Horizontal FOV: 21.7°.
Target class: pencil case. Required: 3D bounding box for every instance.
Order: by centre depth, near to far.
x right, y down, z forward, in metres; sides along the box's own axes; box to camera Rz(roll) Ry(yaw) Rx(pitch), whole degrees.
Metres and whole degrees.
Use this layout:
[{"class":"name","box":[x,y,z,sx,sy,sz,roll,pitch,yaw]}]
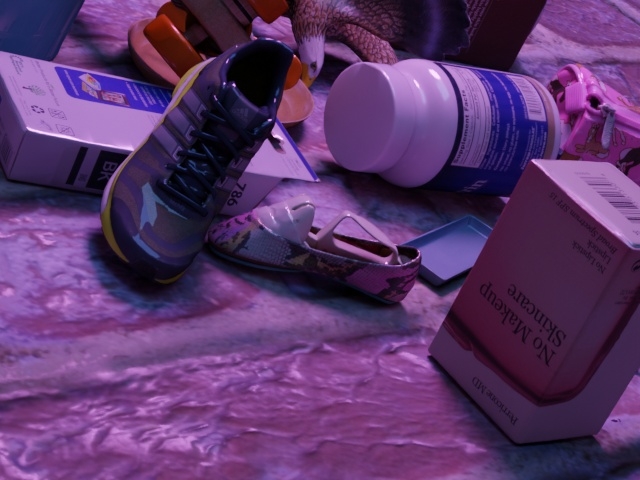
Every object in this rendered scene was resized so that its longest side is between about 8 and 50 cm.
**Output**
[{"class":"pencil case","box":[0.464,-0.096,2.194,0.386,0.160,0.167,21,25,-13]}]

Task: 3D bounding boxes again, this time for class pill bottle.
[{"class":"pill bottle","box":[0.143,-0.134,1.966,0.265,0.153,0.153,4,33,-39]}]

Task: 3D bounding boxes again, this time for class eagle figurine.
[{"class":"eagle figurine","box":[0.026,-0.287,2.128,0.298,0.225,0.226,11,17,-8]}]

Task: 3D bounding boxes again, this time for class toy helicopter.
[{"class":"toy helicopter","box":[-0.148,-0.287,1.905,0.355,0.140,0.235,51,2,31]}]

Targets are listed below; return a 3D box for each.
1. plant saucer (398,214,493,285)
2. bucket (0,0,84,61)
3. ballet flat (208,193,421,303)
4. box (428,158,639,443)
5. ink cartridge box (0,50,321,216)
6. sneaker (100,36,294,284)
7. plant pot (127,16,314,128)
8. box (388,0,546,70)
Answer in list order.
[{"class":"plant saucer","box":[0.149,0.011,1.853,0.067,0.018,0.192,35,27,19]},{"class":"bucket","box":[-0.367,-0.327,1.821,0.281,0.183,0.281,22,25,-11]},{"class":"ballet flat","box":[0.000,0.000,1.658,0.222,0.079,0.077,17,27,-19]},{"class":"box","box":[0.231,0.057,1.585,0.127,0.232,0.148,0,35,-43]},{"class":"ink cartridge box","box":[-0.177,-0.103,1.709,0.333,0.065,0.165,9,30,-30]},{"class":"sneaker","box":[-0.112,-0.088,1.577,0.111,0.121,0.300,33,51,-16]},{"class":"plant pot","box":[-0.121,-0.191,1.970,0.236,0.032,0.236,22,25,-11]},{"class":"box","box":[0.145,-0.382,2.405,0.381,0.191,0.143,8,30,-35]}]
